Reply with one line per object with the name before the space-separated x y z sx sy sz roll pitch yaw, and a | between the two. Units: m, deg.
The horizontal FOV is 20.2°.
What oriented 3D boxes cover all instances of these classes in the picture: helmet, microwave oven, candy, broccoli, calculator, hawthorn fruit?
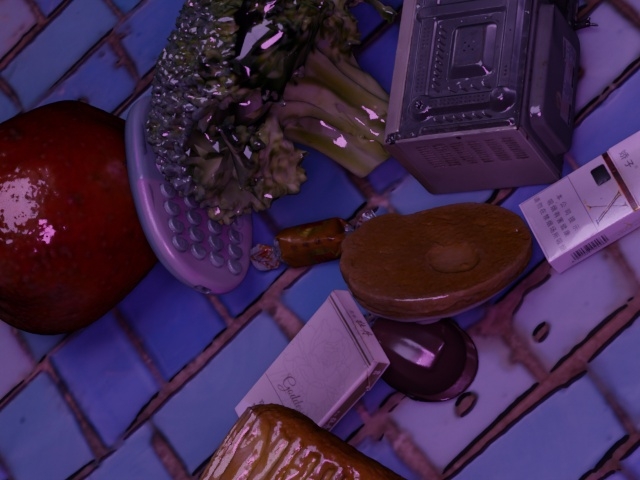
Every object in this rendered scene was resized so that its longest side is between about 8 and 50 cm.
helmet | 0.102 0.115 1.915 0.123 0.070 0.098 19 75 37
microwave oven | 0.186 -0.192 1.984 0.194 0.145 0.240 -6 62 31
candy | 0.000 0.000 2.050 0.182 0.053 0.046 -10 53 24
broccoli | -0.055 -0.195 2.045 0.277 0.338 0.317 -44 70 35
calculator | -0.153 -0.070 2.093 0.041 0.185 0.299 -32 53 31
hawthorn fruit | -0.295 -0.037 2.126 0.307 0.265 0.265 -28 51 -13

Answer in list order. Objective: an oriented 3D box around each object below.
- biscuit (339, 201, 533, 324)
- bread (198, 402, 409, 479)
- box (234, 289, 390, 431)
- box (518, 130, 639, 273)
biscuit | 0.125 0.026 1.921 0.208 0.049 0.181 -10 34 4
bread | 0.004 0.265 1.779 0.227 0.253 0.142 27 78 46
box | -0.011 0.159 1.945 0.198 0.029 0.109 -50 49 25
box | 0.297 -0.040 1.901 0.154 0.040 0.084 -32 52 13
